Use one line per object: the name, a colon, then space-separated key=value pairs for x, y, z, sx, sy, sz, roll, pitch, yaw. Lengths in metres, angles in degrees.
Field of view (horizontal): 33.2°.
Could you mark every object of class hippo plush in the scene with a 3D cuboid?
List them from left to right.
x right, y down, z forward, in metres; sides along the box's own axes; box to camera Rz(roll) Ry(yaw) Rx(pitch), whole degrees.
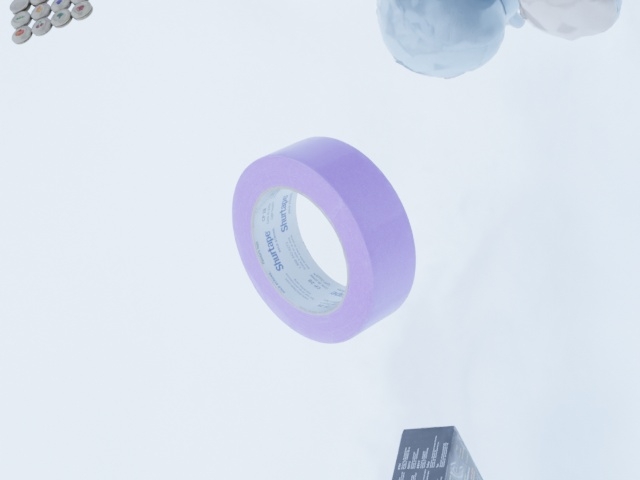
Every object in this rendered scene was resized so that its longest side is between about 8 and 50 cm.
hippo plush: x=0.129 y=-0.273 z=0.905 sx=0.236 sy=0.234 sz=0.294 roll=-29 pitch=28 yaw=58

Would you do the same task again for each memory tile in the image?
memory tile: x=-0.444 y=-0.383 z=1.766 sx=0.148 sy=0.012 sz=0.113 roll=-20 pitch=52 yaw=9

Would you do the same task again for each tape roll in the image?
tape roll: x=0.000 y=0.000 z=1.476 sx=0.274 sy=0.275 sz=0.090 roll=23 pitch=38 yaw=39

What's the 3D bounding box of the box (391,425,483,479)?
box: x=0.145 y=0.415 z=1.271 sx=0.076 sy=0.242 sz=0.308 roll=-9 pitch=40 yaw=26
